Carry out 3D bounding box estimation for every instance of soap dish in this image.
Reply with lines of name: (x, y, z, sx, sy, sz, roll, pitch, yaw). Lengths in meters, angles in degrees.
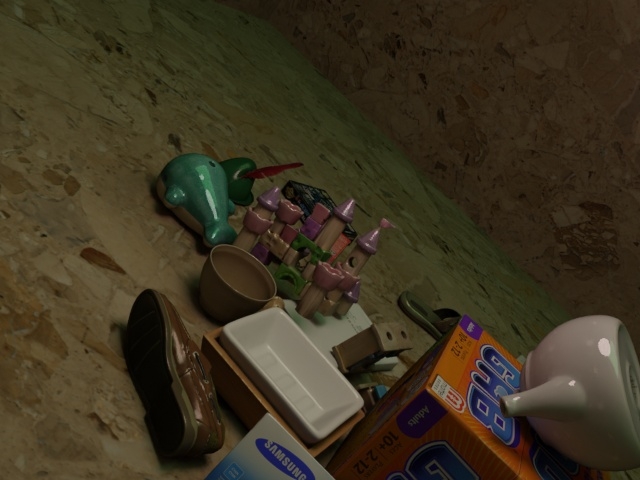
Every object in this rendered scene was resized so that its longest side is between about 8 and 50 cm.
soap dish: (-0.075, 0.273, 1.287, 0.291, 0.118, 0.229, 47, 24, 15)

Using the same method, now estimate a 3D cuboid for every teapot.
teapot: (0.401, 0.242, 1.079, 0.256, 0.187, 0.253, 58, 35, -26)

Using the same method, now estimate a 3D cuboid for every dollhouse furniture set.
dollhouse furniture set: (0.139, 0.291, 1.503, 0.128, 0.129, 0.184, 6, 55, -52)

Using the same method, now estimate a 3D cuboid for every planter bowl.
planter bowl: (-0.189, 0.102, 1.434, 0.162, 0.109, 0.162, 33, 24, -17)

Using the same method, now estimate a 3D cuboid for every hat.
hat: (-0.205, -0.217, 1.892, 0.208, 0.184, 0.173, 13, 34, -46)

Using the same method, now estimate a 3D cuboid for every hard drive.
hard drive: (0.040, 0.229, 1.636, 0.307, 0.040, 0.203, 8, 38, -50)

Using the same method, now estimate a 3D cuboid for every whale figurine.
whale figurine: (-0.274, -0.100, 1.632, 0.216, 0.141, 0.272, 10, 38, -50)

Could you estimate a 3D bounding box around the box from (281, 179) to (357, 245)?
box: (-0.004, -0.087, 2.126, 0.175, 0.051, 0.220, 11, 36, -48)

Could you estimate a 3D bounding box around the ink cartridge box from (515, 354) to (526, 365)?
ink cartridge box: (0.552, 0.461, 1.870, 0.226, 0.131, 0.306, 48, 23, 18)

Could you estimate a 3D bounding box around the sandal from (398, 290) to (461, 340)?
sandal: (0.370, 0.242, 2.043, 0.302, 0.086, 0.120, 36, 23, -8)

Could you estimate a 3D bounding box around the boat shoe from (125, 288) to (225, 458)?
boat shoe: (-0.246, 0.224, 1.155, 0.104, 0.110, 0.307, 19, 40, -46)

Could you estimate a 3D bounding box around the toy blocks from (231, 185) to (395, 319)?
toy blocks: (0.000, 0.000, 1.598, 0.288, 0.260, 0.309, 37, 10, 23)

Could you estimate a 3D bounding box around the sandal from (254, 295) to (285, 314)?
sandal: (-0.118, 0.142, 1.506, 0.088, 0.079, 0.240, 26, 27, -29)

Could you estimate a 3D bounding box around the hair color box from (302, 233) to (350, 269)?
hair color box: (0.019, 0.040, 1.878, 0.053, 0.093, 0.167, 41, 24, 4)

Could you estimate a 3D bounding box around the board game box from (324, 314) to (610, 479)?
board game box: (0.239, 0.418, 1.188, 0.356, 0.357, 0.356, 43, 24, 8)

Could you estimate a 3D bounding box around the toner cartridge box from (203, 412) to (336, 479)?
toner cartridge box: (-0.012, 0.439, 1.013, 0.348, 0.165, 0.075, 43, -15, 8)
